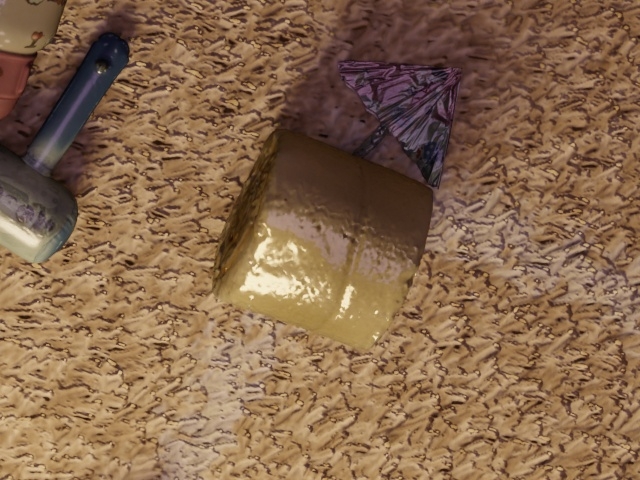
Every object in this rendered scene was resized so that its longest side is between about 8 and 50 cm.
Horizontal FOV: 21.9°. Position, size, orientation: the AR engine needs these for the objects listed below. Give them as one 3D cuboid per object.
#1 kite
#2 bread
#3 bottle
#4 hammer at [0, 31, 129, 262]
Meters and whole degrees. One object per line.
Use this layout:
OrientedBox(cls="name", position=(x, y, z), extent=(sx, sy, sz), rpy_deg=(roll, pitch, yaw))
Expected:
OrientedBox(cls="kite", position=(0.057, -0.095, 1.379), extent=(0.157, 0.011, 0.139), rpy_deg=(-41, 102, 5))
OrientedBox(cls="bread", position=(0.000, 0.000, 1.333), extent=(0.141, 0.134, 0.148), rpy_deg=(21, 107, -10))
OrientedBox(cls="bottle", position=(-0.246, -0.205, 1.270), extent=(0.110, 0.110, 0.233), rpy_deg=(19, 102, -10))
OrientedBox(cls="hammer", position=(-0.217, -0.085, 1.334), extent=(0.116, 0.069, 0.194), rpy_deg=(34, 92, -12))
